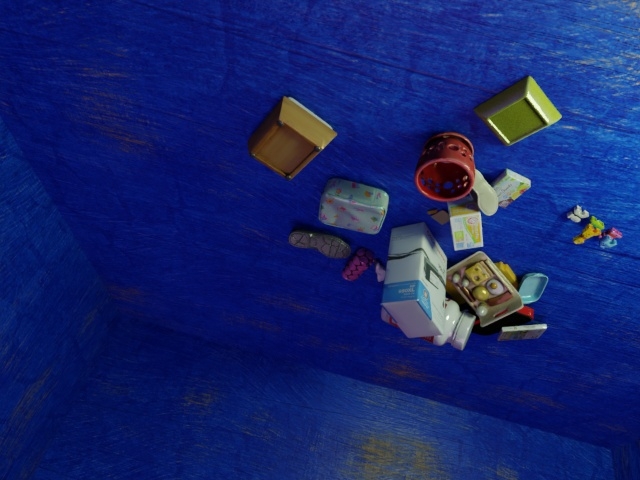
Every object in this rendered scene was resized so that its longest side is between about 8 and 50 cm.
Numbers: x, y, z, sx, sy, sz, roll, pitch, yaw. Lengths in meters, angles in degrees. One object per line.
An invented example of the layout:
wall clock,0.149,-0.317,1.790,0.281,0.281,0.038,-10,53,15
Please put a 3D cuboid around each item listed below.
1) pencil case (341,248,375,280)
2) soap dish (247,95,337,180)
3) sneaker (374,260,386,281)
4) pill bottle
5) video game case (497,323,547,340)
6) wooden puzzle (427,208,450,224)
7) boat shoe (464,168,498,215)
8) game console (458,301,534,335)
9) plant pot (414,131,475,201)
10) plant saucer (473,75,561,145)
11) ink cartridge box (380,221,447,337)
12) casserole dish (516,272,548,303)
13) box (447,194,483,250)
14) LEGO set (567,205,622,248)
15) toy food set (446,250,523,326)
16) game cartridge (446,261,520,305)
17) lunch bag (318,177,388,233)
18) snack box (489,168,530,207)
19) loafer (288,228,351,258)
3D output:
pencil case,0.184,0.125,2.172,0.098,0.095,0.209,10,150,-18
soap dish,-0.116,-0.356,1.612,0.229,0.118,0.291,32,143,-20
sneaker,0.300,0.147,2.191,0.061,0.054,0.152,-11,141,11
pill bottle,0.518,0.362,2.142,0.407,0.229,0.229,22,149,26
video game case,1.025,0.473,2.273,0.206,0.026,0.227,-7,155,12
wooden puzzle,0.495,-0.096,1.806,0.116,0.014,0.078,37,144,-27
boat shoe,0.571,-0.180,1.596,0.075,0.065,0.206,-36,114,7
game console,0.819,0.377,2.229,0.342,0.060,0.386,19,149,-14
plant pot,0.417,-0.255,1.481,0.191,0.174,0.191,11,145,8
plant saucer,0.599,-0.376,1.355,0.188,0.045,0.188,36,140,-25
ink cartridge box,0.404,0.164,1.870,0.166,0.395,0.285,-12,136,31
casserole dish,0.934,0.208,1.977,0.114,0.037,0.188,-2,129,-3
box,0.561,-0.068,1.723,0.114,0.103,0.203,-10,138,17
LEGO set,0.991,-0.025,1.636,0.227,0.087,0.093,28,143,-13
toy food set,0.704,0.216,1.961,0.306,0.092,0.219,50,128,2
game cartridge,0.766,0.219,2.098,0.323,0.053,0.285,-19,132,36
lunch bag,0.128,-0.135,1.822,0.279,0.108,0.224,15,148,4
snack box,0.664,-0.185,1.594,0.100,0.037,0.141,24,145,-7
loafer,0.000,0.000,2.096,0.302,0.095,0.109,15,115,-5
